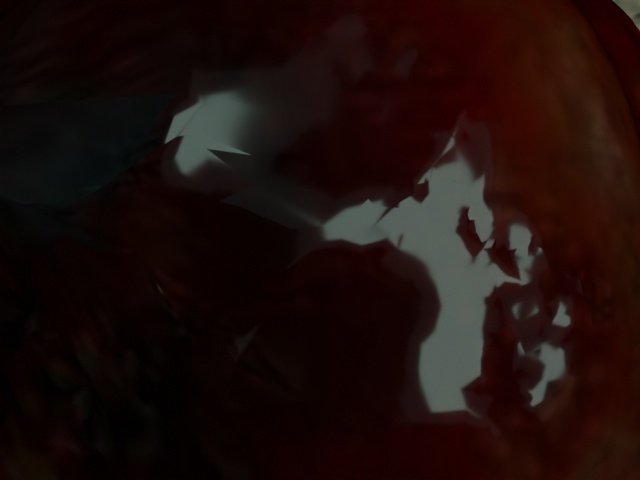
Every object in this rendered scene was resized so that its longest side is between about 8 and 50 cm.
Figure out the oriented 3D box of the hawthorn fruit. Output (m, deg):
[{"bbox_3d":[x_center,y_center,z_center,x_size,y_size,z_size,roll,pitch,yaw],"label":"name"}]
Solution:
[{"bbox_3d":[0.000,0.000,0.463,0.210,0.266,0.230,-1,109,15],"label":"hawthorn fruit"}]
